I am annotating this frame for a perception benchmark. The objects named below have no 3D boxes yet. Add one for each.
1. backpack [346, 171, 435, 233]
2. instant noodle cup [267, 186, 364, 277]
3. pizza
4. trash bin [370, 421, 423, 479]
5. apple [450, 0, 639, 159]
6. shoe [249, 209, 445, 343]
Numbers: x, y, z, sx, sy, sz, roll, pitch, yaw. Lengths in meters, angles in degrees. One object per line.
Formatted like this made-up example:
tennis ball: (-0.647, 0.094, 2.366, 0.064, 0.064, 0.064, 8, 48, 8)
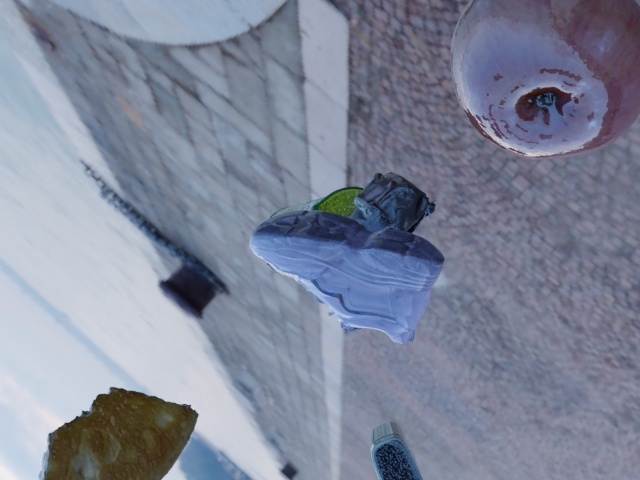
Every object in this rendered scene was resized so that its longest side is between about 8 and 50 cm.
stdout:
backpack: (0.095, -0.035, 1.482, 0.106, 0.165, 0.120, 45, 177, -20)
instant noodle cup: (0.000, 0.000, 1.735, 0.207, 0.207, 0.233, 48, 158, -23)
pizza: (-0.347, 0.349, 1.510, 0.182, 0.365, 0.074, 49, 130, 7)
trash bin: (0.116, 0.340, 1.363, 0.130, 0.059, 0.116, 5, -117, -88)
apple: (0.172, -0.130, 0.681, 0.153, 0.120, 0.153, 13, 136, 13)
shoe: (0.027, 0.047, 1.147, 0.245, 0.137, 0.095, 12, -159, 10)
